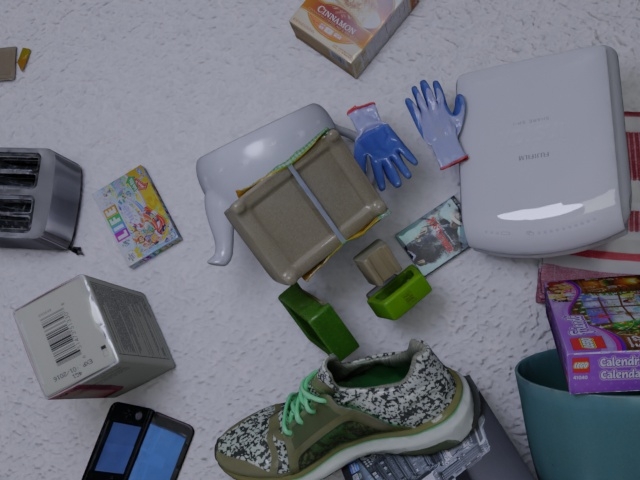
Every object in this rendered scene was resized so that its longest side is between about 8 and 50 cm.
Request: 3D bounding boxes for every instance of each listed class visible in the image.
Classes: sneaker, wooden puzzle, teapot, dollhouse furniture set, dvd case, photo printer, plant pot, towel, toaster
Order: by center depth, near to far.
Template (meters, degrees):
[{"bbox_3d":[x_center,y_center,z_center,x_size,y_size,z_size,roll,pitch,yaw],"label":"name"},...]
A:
[{"bbox_3d":[0.422,0.283,1.043,0.292,0.293,0.235,-6,94,8],"label":"plant pot"},{"bbox_3d":[0.014,0.232,1.129,0.410,0.182,0.158,-20,33,14],"label":"sneaker"},{"bbox_3d":[0.000,0.000,1.170,0.197,0.151,0.302,-38,109,-10],"label":"dollhouse furniture set"},{"bbox_3d":[0.338,-0.126,1.188,0.255,0.107,0.308,-6,74,27],"label":"photo printer"},{"bbox_3d":[0.472,-0.050,1.220,0.236,0.037,0.329,4,79,10],"label":"towel"},{"bbox_3d":[-0.059,-0.094,1.235,0.255,0.252,0.187,-24,99,20],"label":"teapot"},{"bbox_3d":[0.195,-0.007,1.269,0.119,0.013,0.087,-33,75,0],"label":"dvd case"},{"bbox_3d":[-0.512,-0.069,1.350,0.185,0.110,0.168,3,80,10],"label":"toaster"},{"bbox_3d":[-0.612,-0.335,1.472,0.116,0.014,0.079,3,75,10],"label":"wooden puzzle"}]

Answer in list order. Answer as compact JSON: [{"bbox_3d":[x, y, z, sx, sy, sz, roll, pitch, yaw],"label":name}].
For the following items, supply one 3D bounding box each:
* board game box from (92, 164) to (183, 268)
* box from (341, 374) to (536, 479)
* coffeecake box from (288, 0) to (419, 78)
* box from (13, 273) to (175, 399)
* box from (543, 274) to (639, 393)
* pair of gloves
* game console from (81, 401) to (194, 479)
[{"bbox_3d":[-0.322,-0.042,1.355,0.103,0.026,0.154,-31,76,3],"label":"board game box"},{"bbox_3d":[0.175,0.360,1.072,0.242,0.077,0.307,-30,32,3],"label":"box"},{"bbox_3d":[0.061,-0.402,1.343,0.142,0.068,0.185,38,86,15],"label":"coffeecake box"},{"bbox_3d":[-0.348,0.158,1.213,0.126,0.232,0.149,-28,75,3],"label":"box"},{"bbox_3d":[0.417,0.115,1.032,0.200,0.293,0.057,-5,103,12],"label":"box"},{"bbox_3d":[0.140,-0.169,1.208,0.198,0.023,0.159,-21,71,3],"label":"pair of gloves"},{"bbox_3d":[-0.295,0.349,1.245,0.085,0.124,0.144,14,80,39],"label":"game console"}]
